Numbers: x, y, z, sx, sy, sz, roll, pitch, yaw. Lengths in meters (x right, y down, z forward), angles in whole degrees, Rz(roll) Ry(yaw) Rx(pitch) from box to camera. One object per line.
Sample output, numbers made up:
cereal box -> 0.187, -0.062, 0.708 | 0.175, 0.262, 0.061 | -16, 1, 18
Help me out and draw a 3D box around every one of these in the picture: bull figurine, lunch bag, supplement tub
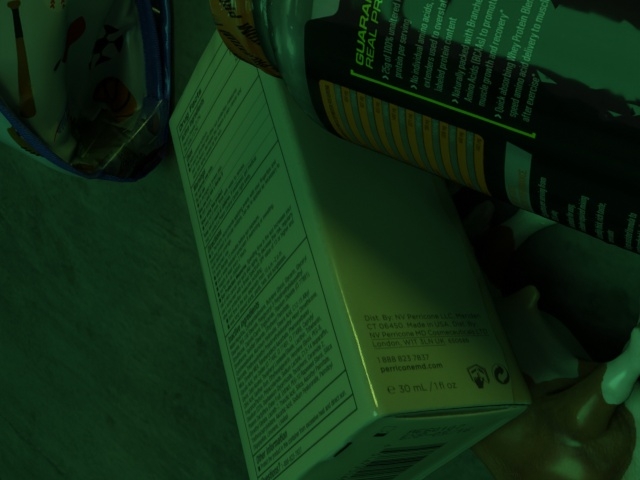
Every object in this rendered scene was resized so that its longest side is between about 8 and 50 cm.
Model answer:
bull figurine -> 0.144, 0.091, 0.562 | 0.310, 0.101, 0.188 | 41, 125, 38
lunch bag -> -0.322, -0.231, 0.771 | 0.328, 0.239, 0.385 | 21, 151, 33
supplement tub -> 0.113, -0.113, 0.439 | 0.316, 0.193, 0.193 | 25, 123, 22

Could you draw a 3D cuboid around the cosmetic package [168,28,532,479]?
cosmetic package -> 0.000, 0.000, 0.586 | 0.160, 0.113, 0.309 | -49, 47, 46
